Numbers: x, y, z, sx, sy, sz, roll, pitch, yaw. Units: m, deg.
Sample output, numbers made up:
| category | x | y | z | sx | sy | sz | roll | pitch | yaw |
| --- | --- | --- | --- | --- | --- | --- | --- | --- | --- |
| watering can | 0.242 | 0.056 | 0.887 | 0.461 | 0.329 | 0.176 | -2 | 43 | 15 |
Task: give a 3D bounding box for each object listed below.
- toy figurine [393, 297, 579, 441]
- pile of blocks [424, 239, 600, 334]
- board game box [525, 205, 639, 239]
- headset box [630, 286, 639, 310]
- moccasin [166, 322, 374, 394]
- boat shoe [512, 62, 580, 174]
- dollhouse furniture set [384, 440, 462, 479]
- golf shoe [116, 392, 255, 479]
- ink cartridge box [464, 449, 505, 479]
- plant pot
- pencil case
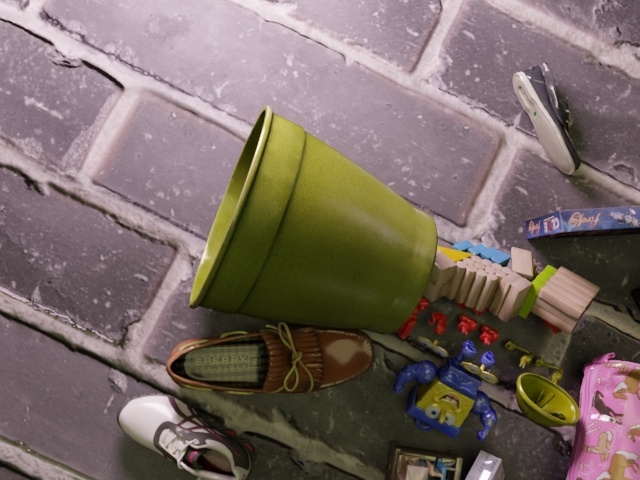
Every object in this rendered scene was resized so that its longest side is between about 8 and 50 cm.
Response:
| category | x | y | z | sx | sy | sz | roll | pitch | yaw |
| --- | --- | --- | --- | --- | --- | --- | --- | --- | --- |
| toy figurine | 0.272 | 0.288 | 1.219 | 0.363 | 0.191 | 0.217 | 28 | 113 | -3 |
| pile of blocks | 0.345 | 0.092 | 1.245 | 0.362 | 0.149 | 0.112 | 17 | 127 | 7 |
| board game box | 0.545 | -0.034 | 1.224 | 0.243 | 0.165 | 0.042 | -3 | 85 | -3 |
| headset box | 0.758 | 0.092 | 1.160 | 0.218 | 0.293 | 0.110 | -26 | 87 | -5 |
| moccasin | -0.089 | 0.216 | 1.171 | 0.380 | 0.147 | 0.139 | 3 | 85 | -3 |
| boat shoe | 0.473 | -0.247 | 1.280 | 0.079 | 0.084 | 0.233 | -22 | 83 | -5 |
| dollhouse furniture set | 0.193 | 0.456 | 1.147 | 0.129 | 0.183 | 0.128 | 9 | 85 | -2 |
| golf shoe | -0.249 | 0.362 | 1.165 | 0.273 | 0.120 | 0.105 | 23 | 85 | 0 |
| ink cartridge box | 0.271 | 0.497 | 1.155 | 0.046 | 0.097 | 0.207 | 17 | 53 | 36 |
| plant pot | 0.000 | 0.000 | 1.122 | 0.353 | 0.366 | 0.366 | 20 | 84 | -13 |
| pencil case | 0.533 | 0.410 | 1.162 | 0.160 | 0.167 | 0.386 | 6 | 69 | 39 |
